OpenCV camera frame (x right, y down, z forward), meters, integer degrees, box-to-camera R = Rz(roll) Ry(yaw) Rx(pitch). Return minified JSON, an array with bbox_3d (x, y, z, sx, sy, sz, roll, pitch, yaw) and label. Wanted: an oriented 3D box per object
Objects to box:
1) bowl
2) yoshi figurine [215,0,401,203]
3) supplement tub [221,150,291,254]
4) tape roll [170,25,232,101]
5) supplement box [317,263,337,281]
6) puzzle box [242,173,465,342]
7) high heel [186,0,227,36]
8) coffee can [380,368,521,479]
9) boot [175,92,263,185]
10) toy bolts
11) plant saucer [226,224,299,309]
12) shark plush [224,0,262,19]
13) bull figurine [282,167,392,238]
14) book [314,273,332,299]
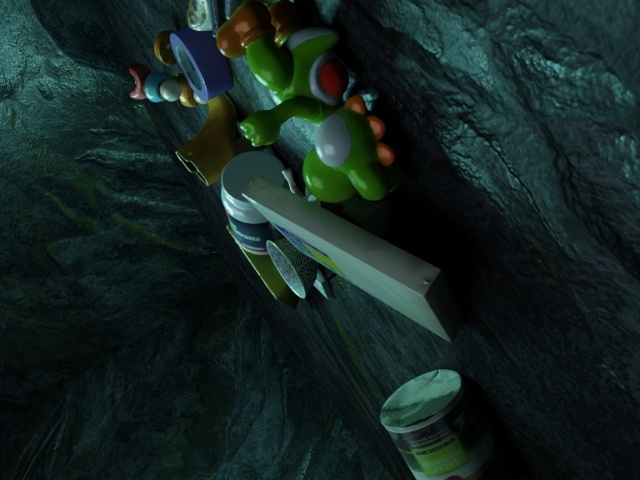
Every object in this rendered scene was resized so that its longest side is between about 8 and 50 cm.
[{"bbox_3d":[-0.057,0.053,1.286,0.170,0.080,0.170,49,161,23],"label":"bowl"},{"bbox_3d":[-0.021,-0.201,0.854,0.362,0.203,0.203,54,179,2],"label":"yoshi figurine"},{"bbox_3d":[-0.169,-0.099,1.427,0.191,0.191,0.272,50,162,24],"label":"supplement tub"},{"bbox_3d":[-0.317,-0.474,1.366,0.189,0.080,0.189,51,163,22],"label":"tape roll"},{"bbox_3d":[0.000,0.000,1.316,0.104,0.080,0.188,41,157,42],"label":"supplement box"},{"bbox_3d":[0.062,0.032,0.952,0.408,0.052,0.272,30,170,32],"label":"puzzle box"},{"bbox_3d":[-0.234,-0.534,1.061,0.261,0.093,0.186,-131,34,-55],"label":"high heel"},{"bbox_3d":[0.283,0.455,1.121,0.276,0.201,0.201,59,164,-5],"label":"coffee can"},{"bbox_3d":[-0.321,-0.304,1.453,0.295,0.211,0.104,52,162,19],"label":"boot"},{"bbox_3d":[-0.429,-0.488,1.506,0.158,0.228,0.219,20,124,21],"label":"toy bolts"},{"bbox_3d":[-0.189,0.088,1.924,0.333,0.081,0.333,53,178,17],"label":"plant saucer"},{"bbox_3d":[-0.153,-0.474,0.909,0.073,0.067,0.161,52,163,20],"label":"shark plush"},{"bbox_3d":[0.025,-0.084,1.062,0.310,0.101,0.189,-2,113,64],"label":"bull figurine"},{"bbox_3d":[-0.018,0.122,1.689,0.144,0.035,0.096,42,161,40],"label":"book"}]
